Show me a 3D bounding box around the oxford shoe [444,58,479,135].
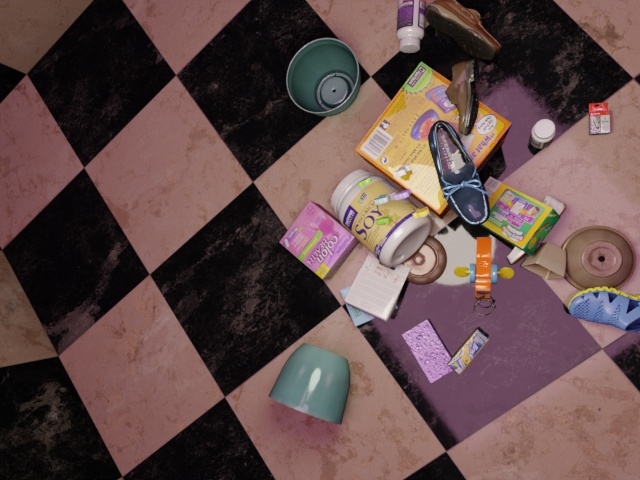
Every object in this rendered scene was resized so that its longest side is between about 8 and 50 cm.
[{"bbox_3d":[0.433,-0.433,1.546,0.096,0.083,0.227,1,88,31],"label":"oxford shoe"}]

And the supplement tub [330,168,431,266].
[{"bbox_3d":[0.219,-0.090,1.877,0.331,0.241,0.241,45,101,26],"label":"supplement tub"}]

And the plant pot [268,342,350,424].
[{"bbox_3d":[-0.019,0.533,1.920,0.293,0.293,0.235,16,75,19],"label":"plant pot"}]

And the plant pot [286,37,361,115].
[{"bbox_3d":[0.034,-0.623,2.010,0.293,0.196,0.293,-1,86,18],"label":"plant pot"}]

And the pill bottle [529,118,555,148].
[{"bbox_3d":[0.781,-0.376,1.770,0.078,0.137,0.078,-1,86,18],"label":"pill bottle"}]

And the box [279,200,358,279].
[{"bbox_3d":[0.000,0.000,2.025,0.243,0.117,0.213,40,99,16],"label":"box"}]

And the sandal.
[{"bbox_3d":[0.987,0.239,1.646,0.317,0.138,0.126,2,127,22],"label":"sandal"}]

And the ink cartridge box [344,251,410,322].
[{"bbox_3d":[0.222,0.177,1.941,0.181,0.056,0.225,23,74,19],"label":"ink cartridge box"}]

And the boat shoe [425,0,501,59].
[{"bbox_3d":[0.548,-0.813,1.890,0.324,0.122,0.120,42,83,12],"label":"boat shoe"}]

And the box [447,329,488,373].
[{"bbox_3d":[0.534,0.404,1.829,0.054,0.059,0.169,41,88,14],"label":"box"}]

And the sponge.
[{"bbox_3d":[0.412,0.418,1.902,0.117,0.031,0.210,-34,76,14],"label":"sponge"}]

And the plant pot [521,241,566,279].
[{"bbox_3d":[0.788,0.066,1.751,0.109,0.109,0.096,28,80,-2],"label":"plant pot"}]

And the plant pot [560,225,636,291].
[{"bbox_3d":[0.941,0.065,1.703,0.237,0.109,0.237,-1,87,19],"label":"plant pot"}]

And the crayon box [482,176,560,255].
[{"bbox_3d":[0.662,-0.090,1.761,0.165,0.081,0.278,-56,45,8],"label":"crayon box"}]

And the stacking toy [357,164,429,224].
[{"bbox_3d":[0.230,-0.139,1.637,0.221,0.052,0.167,-12,111,45],"label":"stacking toy"}]

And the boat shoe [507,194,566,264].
[{"bbox_3d":[0.745,-0.039,1.788,0.096,0.098,0.277,41,93,20],"label":"boat shoe"}]

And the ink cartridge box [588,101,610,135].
[{"bbox_3d":[0.976,-0.429,1.763,0.062,0.029,0.115,0,87,19],"label":"ink cartridge box"}]

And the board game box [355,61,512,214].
[{"bbox_3d":[0.394,-0.327,1.769,0.356,0.356,0.356,39,99,12],"label":"board game box"}]

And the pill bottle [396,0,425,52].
[{"bbox_3d":[0.352,-0.841,1.962,0.108,0.108,0.194,2,87,19],"label":"pill bottle"}]

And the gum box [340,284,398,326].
[{"bbox_3d":[0.191,0.231,1.984,0.184,0.041,0.157,-26,78,15],"label":"gum box"}]

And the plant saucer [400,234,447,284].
[{"bbox_3d":[0.383,0.072,1.932,0.198,0.036,0.199,-1,87,19],"label":"plant saucer"}]

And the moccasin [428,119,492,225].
[{"bbox_3d":[0.404,-0.199,1.522,0.137,0.117,0.342,-29,83,13],"label":"moccasin"}]

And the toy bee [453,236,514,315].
[{"bbox_3d":[0.576,0.145,1.819,0.195,0.162,0.298,22,69,27],"label":"toy bee"}]
